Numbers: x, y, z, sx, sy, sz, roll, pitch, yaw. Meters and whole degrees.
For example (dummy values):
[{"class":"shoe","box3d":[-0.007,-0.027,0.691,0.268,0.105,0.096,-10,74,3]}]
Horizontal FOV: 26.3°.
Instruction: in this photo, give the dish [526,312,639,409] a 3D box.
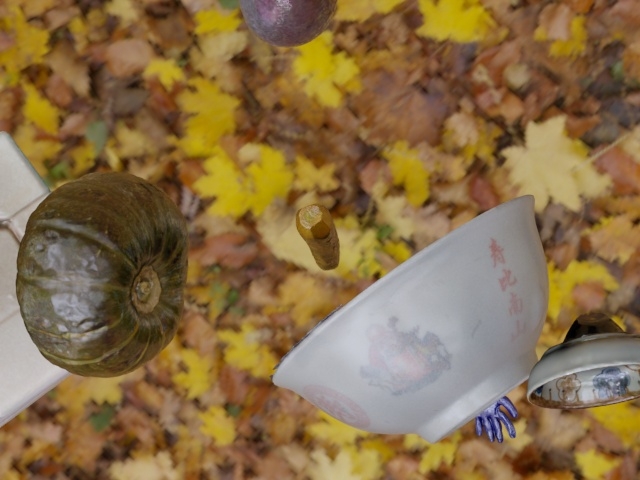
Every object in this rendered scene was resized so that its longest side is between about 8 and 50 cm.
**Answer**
[{"class":"dish","box3d":[0.259,0.103,1.296,0.141,0.141,0.078,-23,63,34]}]

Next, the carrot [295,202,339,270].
[{"class":"carrot","box3d":[0.000,0.000,1.559,0.042,0.042,0.170,26,166,13]}]

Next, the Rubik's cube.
[{"class":"Rubik's cube","box3d":[-0.463,0.079,1.909,0.316,0.319,0.322,54,170,1]}]

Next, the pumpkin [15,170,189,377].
[{"class":"pumpkin","box3d":[-0.230,0.035,1.408,0.162,0.219,0.218,5,117,22]}]

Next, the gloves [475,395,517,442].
[{"class":"gloves","box3d":[0.250,0.249,1.958,0.064,0.026,0.086,-4,97,25]}]

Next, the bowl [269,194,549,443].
[{"class":"bowl","box3d":[0.130,0.111,1.446,0.157,0.345,0.345,54,127,11]}]

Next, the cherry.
[{"class":"cherry","box3d":[-0.043,-0.354,1.856,0.140,0.176,0.176,-1,122,-15]}]
